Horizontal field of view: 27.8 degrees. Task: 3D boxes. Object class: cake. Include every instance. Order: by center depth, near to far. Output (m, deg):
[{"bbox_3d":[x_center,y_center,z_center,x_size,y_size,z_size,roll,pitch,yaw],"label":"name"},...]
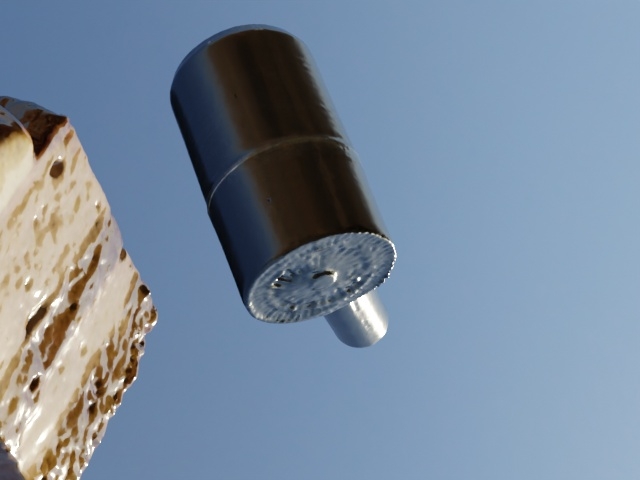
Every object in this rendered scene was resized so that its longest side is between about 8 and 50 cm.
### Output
[{"bbox_3d":[-0.251,0.024,0.820,0.293,0.198,0.196,75,-146,-49],"label":"cake"}]

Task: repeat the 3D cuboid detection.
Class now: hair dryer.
[{"bbox_3d":[0.000,0.000,0.637,0.219,0.071,0.124,59,-171,-59],"label":"hair dryer"}]
